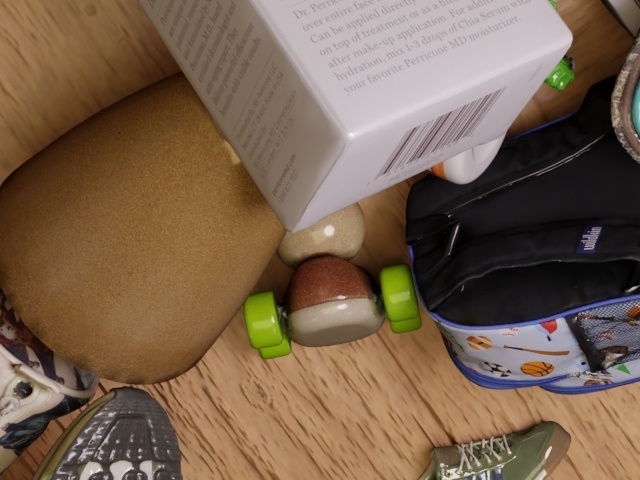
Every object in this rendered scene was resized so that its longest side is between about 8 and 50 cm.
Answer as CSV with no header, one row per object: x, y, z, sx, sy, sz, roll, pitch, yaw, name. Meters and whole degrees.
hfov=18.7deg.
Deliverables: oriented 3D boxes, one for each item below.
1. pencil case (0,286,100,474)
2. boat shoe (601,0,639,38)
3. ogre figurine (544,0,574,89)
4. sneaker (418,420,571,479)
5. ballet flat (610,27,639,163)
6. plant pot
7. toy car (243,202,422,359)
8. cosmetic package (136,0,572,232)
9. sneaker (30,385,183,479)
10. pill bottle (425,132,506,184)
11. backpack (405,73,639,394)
-0.386,0.220,1.788,0.160,0.183,0.410,42,100,-7,pencil case
0.256,-0.283,1.749,0.076,0.080,0.228,-33,98,7,boat shoe
0.138,-0.214,1.734,0.197,0.118,0.097,20,99,-10,ogre figurine
0.146,0.227,1.884,0.192,0.064,0.086,-41,109,11,sneaker
0.421,-0.236,1.708,0.483,0.182,0.164,-41,111,-6,ballet flat
-0.120,-0.041,1.656,0.237,0.237,0.254,37,130,-12,plant pot
0.000,0.000,1.801,0.155,0.149,0.188,-11,79,2,toy car
-0.034,-0.259,1.545,0.230,0.161,0.453,-24,73,-28,cosmetic package
-0.267,0.287,1.745,0.158,0.182,0.410,10,114,-42,sneaker
0.053,-0.141,1.709,0.221,0.121,0.121,24,105,20,pill bottle
0.215,0.012,1.740,0.263,0.276,0.213,-11,134,9,backpack
